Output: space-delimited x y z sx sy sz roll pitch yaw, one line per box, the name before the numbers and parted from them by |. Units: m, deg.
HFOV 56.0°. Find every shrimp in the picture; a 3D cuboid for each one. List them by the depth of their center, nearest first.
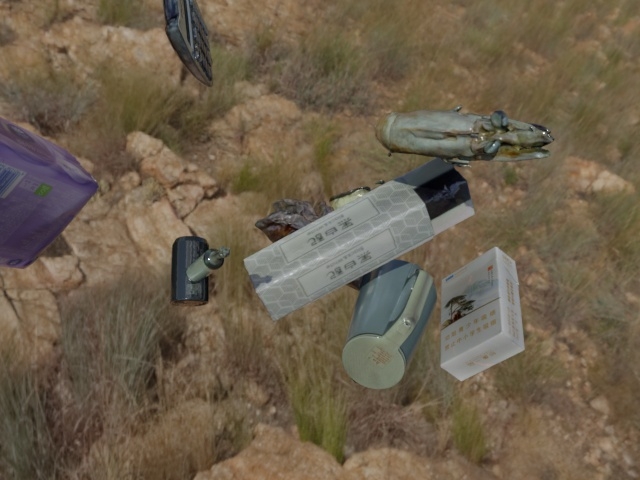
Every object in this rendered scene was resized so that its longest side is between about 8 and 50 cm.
shrimp | 0.226 -0.160 0.912 0.247 0.085 0.360 -4 13 -24

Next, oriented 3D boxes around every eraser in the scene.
eraser | 0.067 -0.004 1.059 0.404 0.096 0.098 -29 43 -1

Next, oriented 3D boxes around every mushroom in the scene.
mushroom | 0.144 -0.079 1.880 0.190 0.267 0.164 -19 85 9

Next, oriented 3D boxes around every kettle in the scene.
kettle | 0.141 0.143 1.122 0.160 0.210 0.243 38 30 -3

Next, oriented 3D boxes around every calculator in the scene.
calculator | -0.253 -0.410 1.181 0.040 0.268 0.177 -9 78 7

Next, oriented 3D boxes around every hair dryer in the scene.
hair dryer | -0.160 0.030 0.833 0.057 0.198 0.100 5 74 -28

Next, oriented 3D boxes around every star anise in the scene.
star anise | 0.001 -0.001 1.472 0.332 0.117 0.331 21 39 -18

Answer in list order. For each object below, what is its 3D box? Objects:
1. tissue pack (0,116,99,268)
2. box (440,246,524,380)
tissue pack | -0.594 -0.093 1.065 0.160 0.242 0.338 45 2 16
box | 0.305 0.136 1.159 0.067 0.149 0.233 39 38 -20
